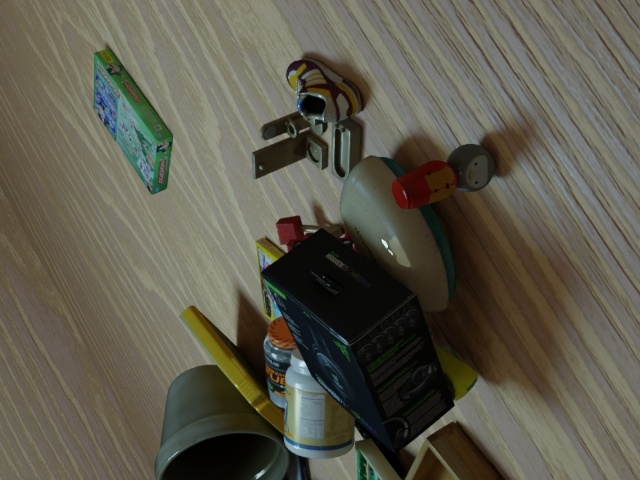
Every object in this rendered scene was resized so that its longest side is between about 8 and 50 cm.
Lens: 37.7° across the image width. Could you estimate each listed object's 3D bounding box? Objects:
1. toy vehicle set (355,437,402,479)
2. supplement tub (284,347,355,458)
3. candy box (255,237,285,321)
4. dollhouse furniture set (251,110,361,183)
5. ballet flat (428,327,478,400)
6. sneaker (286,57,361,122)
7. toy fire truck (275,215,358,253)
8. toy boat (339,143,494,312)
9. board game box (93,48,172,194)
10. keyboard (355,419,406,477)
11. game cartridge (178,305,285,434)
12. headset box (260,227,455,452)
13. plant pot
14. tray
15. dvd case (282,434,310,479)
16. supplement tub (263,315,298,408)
[{"bbox_3d":[0.118,0.552,1.872,0.166,0.035,0.266,-136,41,-62],"label":"toy vehicle set"},{"bbox_3d":[0.000,0.323,1.894,0.144,0.144,0.199,17,109,55],"label":"supplement tub"},{"bbox_3d":[-0.095,0.102,2.038,0.105,0.027,0.205,33,139,41],"label":"candy box"},{"bbox_3d":[-0.027,-0.150,1.608,0.151,0.123,0.144,41,145,38],"label":"dollhouse furniture set"},{"bbox_3d":[0.176,0.187,1.583,0.231,0.077,0.077,39,147,43],"label":"ballet flat"},{"bbox_3d":[-0.017,-0.248,1.554,0.185,0.084,0.069,34,139,44],"label":"sneaker"},{"bbox_3d":[0.000,0.000,1.713,0.192,0.135,0.047,-3,115,18],"label":"toy fire truck"},{"bbox_3d":[0.150,-0.036,1.404,0.267,0.148,0.318,62,160,16],"label":"toy boat"},{"bbox_3d":[-0.476,-0.297,2.355,0.317,0.046,0.213,53,150,21],"label":"board game box"},{"bbox_3d":[0.103,0.415,1.941,0.192,0.038,0.100,53,150,20],"label":"keyboard"},{"bbox_3d":[-0.178,0.319,2.218,0.324,0.053,0.285,43,173,33],"label":"game cartridge"},{"bbox_3d":[0.057,0.146,1.463,0.246,0.131,0.283,37,156,46],"label":"headset box"},{"bbox_3d":[-0.263,0.470,2.333,0.280,0.323,0.323,-112,18,-46],"label":"plant pot"},{"bbox_3d":[0.239,0.527,1.758,0.203,0.076,0.410,50,148,27],"label":"tray"},{"bbox_3d":[-0.088,0.574,2.410,0.179,0.030,0.238,32,137,46],"label":"dvd case"},{"bbox_3d":[-0.061,0.259,2.010,0.117,0.117,0.190,37,142,42],"label":"supplement tub"}]
